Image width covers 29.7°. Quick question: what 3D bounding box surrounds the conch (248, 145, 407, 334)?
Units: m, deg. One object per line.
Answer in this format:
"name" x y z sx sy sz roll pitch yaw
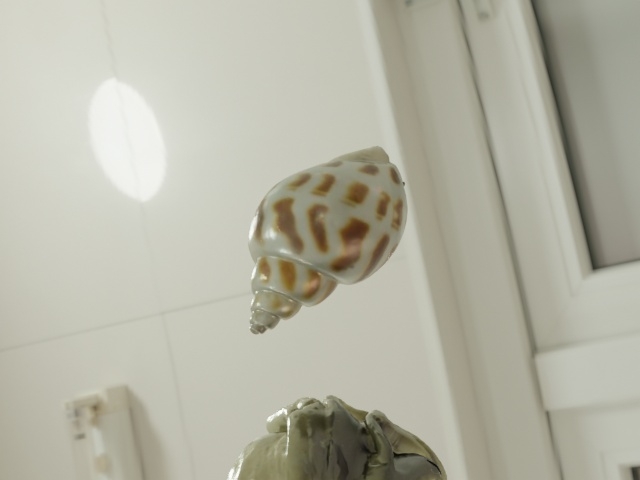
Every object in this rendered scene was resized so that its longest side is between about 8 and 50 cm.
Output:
"conch" 0.000 0.000 1.540 0.183 0.275 0.149 41 -171 -18

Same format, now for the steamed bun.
"steamed bun" 0.030 0.315 1.490 0.275 0.206 0.320 41 -141 7
